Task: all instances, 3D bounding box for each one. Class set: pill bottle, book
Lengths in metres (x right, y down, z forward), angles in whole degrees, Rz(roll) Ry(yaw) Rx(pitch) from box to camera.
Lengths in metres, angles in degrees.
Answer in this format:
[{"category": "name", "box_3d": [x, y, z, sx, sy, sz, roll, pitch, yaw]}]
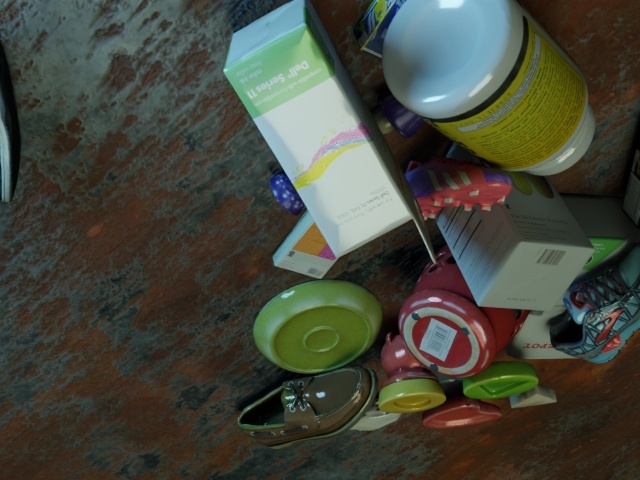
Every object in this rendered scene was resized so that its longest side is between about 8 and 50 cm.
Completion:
[{"category": "pill bottle", "box_3d": [0.243, -0.203, 1.242, 0.188, 0.188, 0.334, -38, 146, 22]}, {"category": "book", "box_3d": [0.000, 0.000, 1.513, 0.096, 0.035, 0.144, 18, 126, -31]}]

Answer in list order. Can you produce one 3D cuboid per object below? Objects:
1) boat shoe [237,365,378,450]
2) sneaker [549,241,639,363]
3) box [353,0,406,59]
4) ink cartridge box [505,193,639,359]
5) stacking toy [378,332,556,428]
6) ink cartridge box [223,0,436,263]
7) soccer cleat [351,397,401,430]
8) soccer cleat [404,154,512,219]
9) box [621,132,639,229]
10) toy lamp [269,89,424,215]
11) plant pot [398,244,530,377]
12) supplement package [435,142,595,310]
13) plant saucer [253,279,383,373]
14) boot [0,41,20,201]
[{"category": "boat shoe", "box_3d": [-0.030, 0.312, 1.715, 0.104, 0.111, 0.307, 30, 130, -33]}, {"category": "sneaker", "box_3d": [0.463, 0.105, 1.501, 0.125, 0.104, 0.262, 9, 128, -18]}, {"category": "box", "box_3d": [0.114, -0.320, 1.223, 0.059, 0.054, 0.169, 18, 126, -27]}, {"category": "ink cartridge box", "box_3d": [0.448, 0.069, 1.619, 0.211, 0.121, 0.289, 3, 131, -16]}, {"category": "stacking toy", "box_3d": [0.269, 0.242, 1.708, 0.279, 0.130, 0.309, -18, 153, 22]}, {"category": "ink cartridge box", "box_3d": [0.017, -0.123, 1.210, 0.119, 0.207, 0.353, -27, 112, 11]}, {"category": "soccer cleat", "box_3d": [0.071, 0.353, 1.838, 0.196, 0.068, 0.076, -6, 137, -12]}, {"category": "soccer cleat", "box_3d": [0.189, -0.089, 1.345, 0.083, 0.095, 0.248, 11, 170, -24]}, {"category": "box", "box_3d": [0.653, -0.165, 1.466, 0.295, 0.073, 0.293, -5, 128, -10]}, {"category": "toy lamp", "box_3d": [0.050, -0.139, 1.362, 0.274, 0.080, 0.080, -37, 130, 19]}, {"category": "plant pot", "box_3d": [0.236, 0.121, 1.531, 0.191, 0.174, 0.191, 17, 129, 22]}, {"category": "supplement package", "box_3d": [0.277, -0.029, 1.397, 0.139, 0.244, 0.134, 5, 132, -25]}, {"category": "plant saucer", "box_3d": [0.000, 0.168, 1.666, 0.241, 0.037, 0.241, -7, 134, -7]}, {"category": "boot", "box_3d": [-0.496, -0.156, 1.215, 0.178, 0.085, 0.236, -2, 127, -9]}]
